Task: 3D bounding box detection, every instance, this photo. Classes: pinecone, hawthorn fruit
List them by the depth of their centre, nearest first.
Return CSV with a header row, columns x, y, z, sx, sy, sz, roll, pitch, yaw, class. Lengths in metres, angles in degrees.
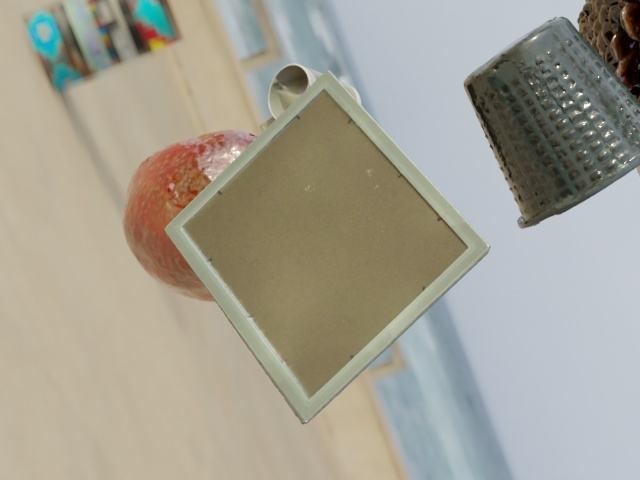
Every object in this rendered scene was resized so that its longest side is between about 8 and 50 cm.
x,y,z,sx,sy,sz,roll,pitch,yaw,class
0.419,-0.237,1.875,0.246,0.292,0.246,-11,90,-81,pinecone
-0.130,-0.026,2.008,0.253,0.205,0.205,-3,-68,56,hawthorn fruit

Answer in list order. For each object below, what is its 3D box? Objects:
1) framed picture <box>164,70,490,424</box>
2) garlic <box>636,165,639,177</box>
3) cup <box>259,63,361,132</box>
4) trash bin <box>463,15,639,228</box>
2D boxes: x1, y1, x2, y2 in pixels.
x,y,z,sx,sy,sz,roll,pitch,yaw,class
0.000,0.000,1.506,0.017,0.217,0.274,39,11,-49,framed picture
0.488,-0.113,2.476,0.266,0.128,0.148,137,-44,-66,garlic
-0.011,-0.154,2.132,0.099,0.102,0.074,16,14,-45,cup
0.224,-0.121,1.694,0.161,0.175,0.175,56,3,-1,trash bin
